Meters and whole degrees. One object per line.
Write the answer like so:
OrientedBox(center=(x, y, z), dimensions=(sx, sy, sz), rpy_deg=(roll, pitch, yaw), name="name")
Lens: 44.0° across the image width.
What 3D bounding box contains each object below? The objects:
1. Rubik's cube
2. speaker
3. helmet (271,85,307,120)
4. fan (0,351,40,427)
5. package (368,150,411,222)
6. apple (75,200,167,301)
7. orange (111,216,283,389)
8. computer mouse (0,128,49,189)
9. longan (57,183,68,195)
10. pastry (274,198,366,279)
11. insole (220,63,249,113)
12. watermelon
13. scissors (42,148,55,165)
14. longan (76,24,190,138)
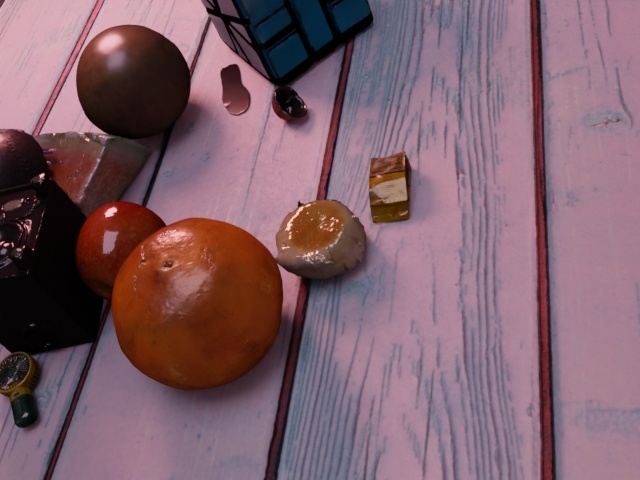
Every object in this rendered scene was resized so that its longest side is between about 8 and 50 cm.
OrientedBox(center=(-0.098, -0.556, 1.727), dimensions=(0.283, 0.288, 0.293), rpy_deg=(-35, 46, -7), name="Rubik's cube")
OrientedBox(center=(-0.531, 0.048, 1.444), dimensions=(0.184, 0.254, 0.232), rpy_deg=(-12, 50, 13), name="speaker")
OrientedBox(center=(-0.069, -0.273, 1.640), dimensions=(0.065, 0.049, 0.084), rpy_deg=(-19, 69, -35), name="helmet")
OrientedBox(center=(-0.533, 0.269, 1.409), dimensions=(0.082, 0.039, 0.155), rpy_deg=(-29, 49, -2), name="fan")
OrientedBox(center=(0.123, -0.097, 1.412), dimensions=(0.071, 0.047, 0.131), rpy_deg=(-5, 50, 16), name="package")
OrientedBox(center=(-0.357, 0.024, 1.438), dimensions=(0.181, 0.181, 0.168), rpy_deg=(1, 58, 25), name="apple")
OrientedBox(center=(-0.197, 0.099, 1.277), dimensions=(0.284, 0.226, 0.283), rpy_deg=(-11, 56, 17), name="orange")
OrientedBox(center=(-0.669, -0.106, 1.530), dimensions=(0.295, 0.087, 0.168), rpy_deg=(-36, 86, -18), name="computer mouse")
OrientedBox(center=(-0.518, -0.070, 1.530), dimensions=(0.075, 0.075, 0.083), rpy_deg=(-33, 89, -4), name="longan")
OrientedBox(center=(0.000, 0.000, 1.361), dimensions=(0.166, 0.088, 0.165), rpy_deg=(-13, 49, 15), name="pastry")
OrientedBox(center=(-0.195, -0.341, 1.780), dimensions=(0.064, 0.004, 0.188), rpy_deg=(-22, 47, 6), name="insole")
OrientedBox(center=(-0.526, -0.138, 1.660), dimensions=(0.264, 0.151, 0.301), rpy_deg=(1, 53, 23), name="watermelon")
OrientedBox(center=(-0.592, -0.171, 1.629), dimensions=(0.113, 0.012, 0.039), rpy_deg=(4, 72, 28), name="scissors")
OrientedBox(center=(-0.407, -0.341, 1.715), dimensions=(0.258, 0.258, 0.258), rpy_deg=(-12, 49, 15), name="longan")
